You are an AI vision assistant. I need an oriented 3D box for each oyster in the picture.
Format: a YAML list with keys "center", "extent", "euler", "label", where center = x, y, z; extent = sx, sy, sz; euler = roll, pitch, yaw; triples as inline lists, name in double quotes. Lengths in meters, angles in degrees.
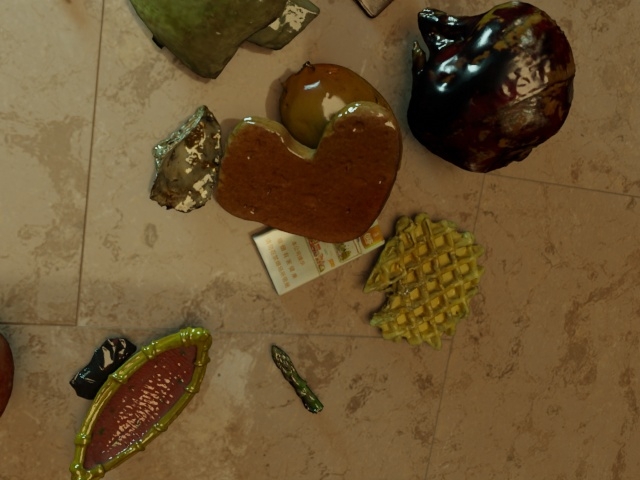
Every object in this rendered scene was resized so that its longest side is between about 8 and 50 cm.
- center: [-0.213, -0.132, 0.897]
  extent: [0.105, 0.056, 0.177]
  euler: [9, 99, -32]
  label: "oyster"

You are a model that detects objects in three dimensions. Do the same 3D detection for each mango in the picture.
- center: [0.040, -0.185, 0.935]
  extent: [0.156, 0.151, 0.249]
  euler: [-35, 120, 24]
  label: "mango"

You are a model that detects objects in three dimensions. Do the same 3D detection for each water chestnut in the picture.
- center: [0.268, -0.257, 0.924]
  extent: [0.244, 0.289, 0.289]
  euler: [8, 99, -15]
  label: "water chestnut"

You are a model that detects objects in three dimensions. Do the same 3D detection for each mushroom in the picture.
- center: [-0.153, -0.377, 0.797]
  extent: [0.217, 0.212, 0.292]
  euler: [-47, 118, -13]
  label: "mushroom"

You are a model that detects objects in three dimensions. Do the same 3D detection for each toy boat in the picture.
- center: [-0.294, 0.264, 0.931]
  extent: [0.141, 0.099, 0.318]
  euler: [43, 83, -25]
  label: "toy boat"

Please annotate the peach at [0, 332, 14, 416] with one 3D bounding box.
- center: [-0.555, 0.212, 0.794]
  extent: [0.233, 0.232, 0.232]
  euler: [-4, 102, -18]
  label: "peach"

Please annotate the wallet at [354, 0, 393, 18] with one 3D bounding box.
- center: [0.064, -0.467, 0.935]
  extent: [0.095, 0.026, 0.176]
  euler: [-45, 111, -3]
  label: "wallet"

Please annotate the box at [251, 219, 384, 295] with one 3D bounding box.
- center: [0.000, 0.000, 1.007]
  extent: [0.220, 0.032, 0.122]
  euler: [-26, 109, -12]
  label: "box"

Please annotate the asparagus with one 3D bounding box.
- center: [-0.047, 0.259, 1.043]
  extent: [0.030, 0.036, 0.165]
  euler: [-37, 110, -16]
  label: "asparagus"

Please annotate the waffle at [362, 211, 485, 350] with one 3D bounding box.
- center: [0.203, 0.084, 1.080]
  extent: [0.250, 0.056, 0.261]
  euler: [25, 90, -26]
  label: "waffle"

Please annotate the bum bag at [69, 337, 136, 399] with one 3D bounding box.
- center: [-0.362, 0.210, 0.928]
  extent: [0.058, 0.034, 0.124]
  euler: [38, 88, -35]
  label: "bum bag"

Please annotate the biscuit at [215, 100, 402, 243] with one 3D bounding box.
- center: [-0.021, -0.118, 0.876]
  extent: [0.277, 0.052, 0.262]
  euler: [14, 131, 1]
  label: "biscuit"
